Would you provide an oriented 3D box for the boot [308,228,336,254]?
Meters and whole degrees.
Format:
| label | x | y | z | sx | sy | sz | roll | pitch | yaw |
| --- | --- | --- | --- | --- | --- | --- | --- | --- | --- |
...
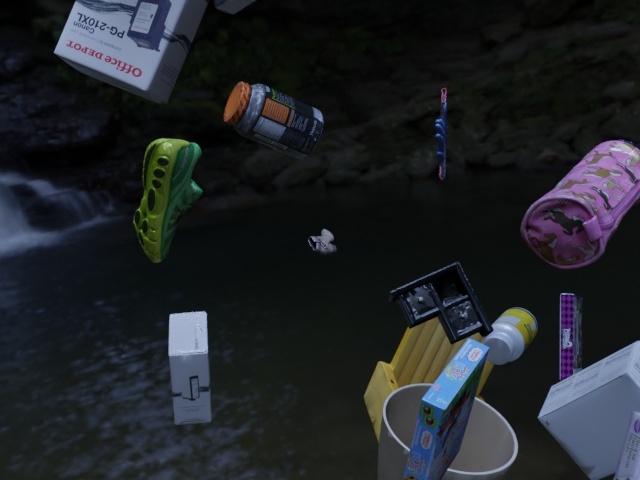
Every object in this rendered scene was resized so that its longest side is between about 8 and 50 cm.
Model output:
| label | x | y | z | sx | sy | sz | roll | pitch | yaw |
| --- | --- | --- | --- | --- | --- | --- | --- | --- | --- |
| boot | 0.000 | 0.000 | 2.554 | 0.087 | 0.042 | 0.118 | 10 | 33 | -35 |

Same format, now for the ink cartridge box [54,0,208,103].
| label | x | y | z | sx | sy | sz | roll | pitch | yaw |
| --- | --- | --- | --- | --- | --- | --- | --- | --- | --- |
| ink cartridge box | -0.294 | -0.364 | 1.312 | 0.172 | 0.237 | 0.100 | 23 | 1 | 8 |

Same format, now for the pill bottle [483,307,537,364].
| label | x | y | z | sx | sy | sz | roll | pitch | yaw |
| --- | --- | --- | --- | --- | --- | --- | --- | --- | --- |
| pill bottle | 0.477 | 0.246 | 2.064 | 0.103 | 0.103 | 0.184 | -3 | 15 | 33 |

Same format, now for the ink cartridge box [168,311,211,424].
| label | x | y | z | sx | sy | sz | roll | pitch | yaw |
| --- | --- | --- | --- | --- | --- | --- | --- | --- | --- |
| ink cartridge box | -0.286 | 0.279 | 1.789 | 0.086 | 0.203 | 0.148 | -3 | 32 | -8 |

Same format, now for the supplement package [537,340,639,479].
| label | x | y | z | sx | sy | sz | roll | pitch | yaw |
| --- | --- | --- | --- | --- | --- | --- | --- | --- | --- |
| supplement package | 0.681 | 0.398 | 1.881 | 0.262 | 0.204 | 0.145 | -41 | -1 | 39 |

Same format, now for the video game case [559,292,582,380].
| label | x | y | z | sx | sy | sz | roll | pitch | yaw |
| --- | --- | --- | --- | --- | --- | --- | --- | --- | --- |
| video game case | 0.687 | 0.266 | 2.227 | 0.042 | 0.232 | 0.210 | -1 | -8 | 23 |

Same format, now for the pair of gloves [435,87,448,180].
| label | x | y | z | sx | sy | sz | roll | pitch | yaw |
| --- | --- | --- | --- | --- | --- | --- | --- | --- | --- |
| pair of gloves | 0.274 | -0.244 | 1.843 | 0.023 | 0.159 | 0.198 | 1 | 56 | 10 |

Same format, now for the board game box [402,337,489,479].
| label | x | y | z | sx | sy | sz | roll | pitch | yaw |
| --- | --- | --- | --- | --- | --- | --- | --- | --- | --- |
| board game box | 0.173 | 0.266 | 1.158 | 0.039 | 0.211 | 0.160 | 24 | 36 | 22 |

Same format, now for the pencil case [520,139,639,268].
| label | x | y | z | sx | sy | sz | roll | pitch | yaw |
| --- | --- | --- | --- | --- | --- | --- | --- | --- | --- |
| pencil case | 0.545 | -0.077 | 1.627 | 0.386 | 0.160 | 0.167 | -33 | -21 | -46 |

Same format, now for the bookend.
| label | x | y | z | sx | sy | sz | roll | pitch | yaw |
| --- | --- | --- | --- | --- | --- | --- | --- | --- | --- |
| bookend | 0.240 | 0.148 | 1.649 | 0.157 | 0.156 | 0.072 | -22 | -15 | -6 |

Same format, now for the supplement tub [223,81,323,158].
| label | x | y | z | sx | sy | sz | roll | pitch | yaw |
| --- | --- | --- | --- | --- | --- | --- | --- | --- | --- |
| supplement tub | -0.100 | -0.256 | 1.717 | 0.190 | 0.117 | 0.117 | 21 | -3 | -23 |

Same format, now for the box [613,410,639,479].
| label | x | y | z | sx | sy | sz | roll | pitch | yaw |
| --- | --- | --- | --- | --- | --- | --- | --- | --- | --- |
| box | 0.605 | 0.498 | 1.580 | 0.063 | 0.324 | 0.067 | 15 | 2 | -10 |

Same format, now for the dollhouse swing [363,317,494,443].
| label | x | y | z | sx | sy | sz | roll | pitch | yaw |
| --- | --- | --- | --- | --- | --- | --- | --- | --- | --- |
| dollhouse swing | 0.351 | 0.408 | 2.168 | 0.347 | 0.305 | 0.315 | 23 | 21 | -21 |

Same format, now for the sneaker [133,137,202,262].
| label | x | y | z | sx | sy | sz | roll | pitch | yaw |
| --- | --- | --- | --- | --- | --- | --- | --- | --- | --- |
| sneaker | -0.295 | -0.071 | 1.622 | 0.123 | 0.295 | 0.109 | -11 | 48 | -35 |

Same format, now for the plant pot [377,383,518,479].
| label | x | y | z | sx | sy | sz | roll | pitch | yaw |
| --- | --- | --- | --- | --- | --- | --- | --- | --- | --- |
| plant pot | 0.212 | 0.461 | 1.566 | 0.257 | 0.274 | 0.256 | 11 | 26 | -5 |

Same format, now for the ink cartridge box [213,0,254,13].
| label | x | y | z | sx | sy | sz | roll | pitch | yaw |
| --- | --- | --- | --- | --- | --- | --- | --- | --- | --- |
| ink cartridge box | -0.116 | -0.645 | 1.568 | 0.307 | 0.303 | 0.072 | -22 | -10 | 35 |
